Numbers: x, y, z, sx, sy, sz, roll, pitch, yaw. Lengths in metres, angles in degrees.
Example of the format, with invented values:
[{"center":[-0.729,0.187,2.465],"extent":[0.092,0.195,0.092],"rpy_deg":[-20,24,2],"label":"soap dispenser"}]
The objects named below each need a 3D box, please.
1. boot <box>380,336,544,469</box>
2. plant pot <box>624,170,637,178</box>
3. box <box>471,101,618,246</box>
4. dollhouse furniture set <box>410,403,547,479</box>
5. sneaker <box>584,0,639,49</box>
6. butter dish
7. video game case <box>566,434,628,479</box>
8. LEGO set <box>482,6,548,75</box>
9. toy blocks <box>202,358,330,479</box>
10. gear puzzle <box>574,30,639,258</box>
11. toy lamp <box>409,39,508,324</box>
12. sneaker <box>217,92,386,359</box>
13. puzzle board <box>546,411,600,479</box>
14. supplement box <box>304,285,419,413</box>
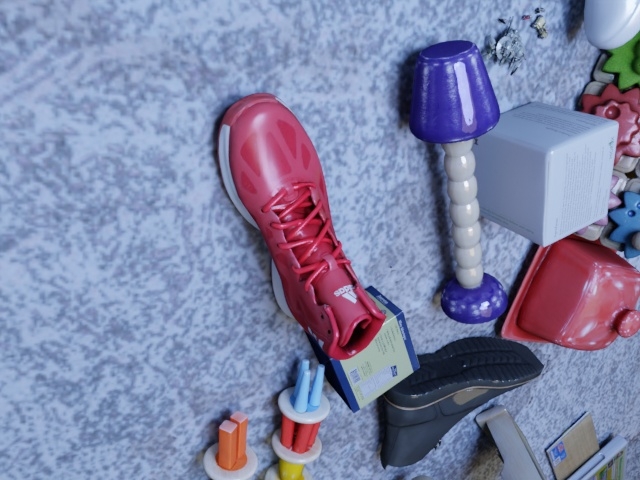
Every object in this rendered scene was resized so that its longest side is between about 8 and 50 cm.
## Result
[{"center":[0.159,0.196,0.660],"extent":[0.197,0.077,0.137],"rpy_deg":[-5,121,-14],"label":"boot"},{"center":[0.370,-0.108,0.621],"extent":[0.081,0.083,0.082],"rpy_deg":[12,105,-34],"label":"plant pot"},{"center":[0.212,-0.067,0.535],"extent":[0.087,0.101,0.102],"rpy_deg":[-22,122,-20],"label":"box"},{"center":[0.181,0.357,0.731],"extent":[0.242,0.161,0.212],"rpy_deg":[-29,128,12],"label":"dollhouse furniture set"},{"center":[0.252,-0.281,0.483],"extent":[0.094,0.080,0.212],"rpy_deg":[1,106,-18],"label":"sneaker"},{"center":[0.324,0.074,0.660],"extent":[0.159,0.118,0.160],"rpy_deg":[9,107,-34],"label":"butter dish"},{"center":[0.475,0.467,0.994],"extent":[0.193,0.023,0.212],"rpy_deg":[-33,128,-13],"label":"video game case"},{"center":[0.183,-0.184,0.510],"extent":[0.083,0.023,0.054],"rpy_deg":[-48,127,-2],"label":"LEGO set"},{"center":[-0.051,0.188,0.534],"extent":[0.123,0.054,0.148],"rpy_deg":[-3,114,-30],"label":"toy blocks"},{"center":[0.357,-0.145,0.549],"extent":[0.044,0.175,0.339],"rpy_deg":[-16,129,-68],"label":"gear puzzle"},{"center":[0.132,-0.043,0.516],"extent":[0.080,0.080,0.275],"rpy_deg":[-27,123,-17],"label":"toy lamp"},{"center":[0.000,0.000,0.425],"extent":[0.087,0.128,0.221],"rpy_deg":[-32,127,-15],"label":"sneaker"},{"center":[0.420,0.348,0.919],"extent":[0.096,0.011,0.128],"rpy_deg":[-37,126,-9],"label":"puzzle board"},{"center":[0.042,0.107,0.548],"extent":[0.083,0.056,0.083],"rpy_deg":[-31,125,-15],"label":"supplement box"}]
